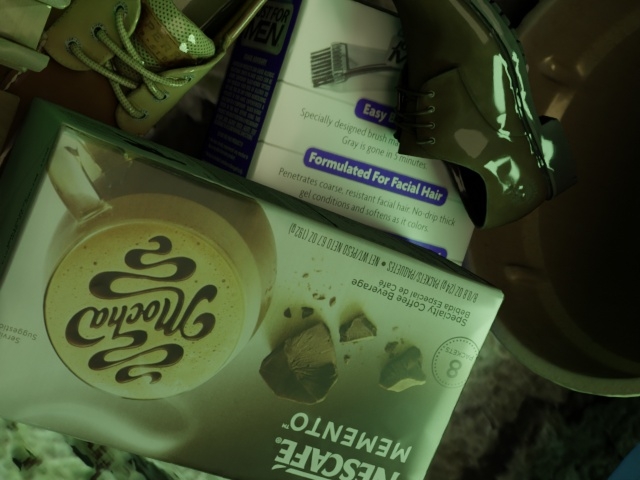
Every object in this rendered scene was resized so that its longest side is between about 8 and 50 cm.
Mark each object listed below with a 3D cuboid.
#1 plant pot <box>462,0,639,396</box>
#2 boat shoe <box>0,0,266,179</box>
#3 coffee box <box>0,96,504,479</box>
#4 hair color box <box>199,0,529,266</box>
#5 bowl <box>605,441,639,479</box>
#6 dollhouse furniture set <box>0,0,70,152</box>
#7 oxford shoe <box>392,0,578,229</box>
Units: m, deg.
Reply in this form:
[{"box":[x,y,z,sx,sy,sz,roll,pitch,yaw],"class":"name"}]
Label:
[{"box":[0.326,-0.026,0.990,0.305,0.334,0.334,16,96,-39],"class":"plant pot"},{"box":[-0.120,-0.141,0.835,0.122,0.120,0.324,41,84,-27],"class":"boat shoe"},{"box":[-0.060,0.047,0.798,0.297,0.119,0.168,21,95,-24],"class":"coffee box"},{"box":[0.000,0.000,0.937,0.185,0.110,0.339,16,98,-26],"class":"hair color box"},{"box":[0.348,0.294,1.107,0.391,0.077,0.391,-13,117,-28],"class":"bowl"},{"box":[-0.305,-0.091,0.748,0.242,0.161,0.212,18,95,-33],"class":"dollhouse furniture set"},{"box":[0.084,-0.100,0.846,0.096,0.083,0.227,-35,113,-8],"class":"oxford shoe"}]
